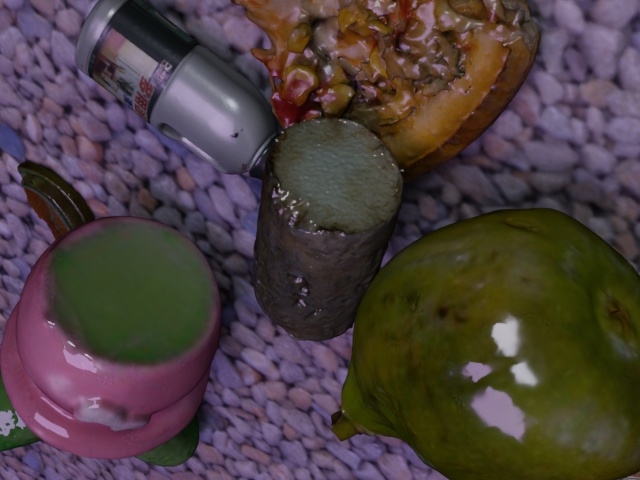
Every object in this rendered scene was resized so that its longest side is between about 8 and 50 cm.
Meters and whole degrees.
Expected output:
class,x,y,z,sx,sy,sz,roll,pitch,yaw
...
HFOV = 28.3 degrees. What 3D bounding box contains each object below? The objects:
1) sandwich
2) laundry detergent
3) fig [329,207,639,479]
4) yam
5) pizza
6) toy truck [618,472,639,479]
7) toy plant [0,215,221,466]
class,x,y,z,sx,sy,sz,roll,pitch,yaw
sandwich,-0.275,-0.026,1.341,0.067,0.029,0.135,-18,111,45
laundry detergent,-0.105,-0.119,1.096,0.226,0.070,0.099,38,133,5
fig,0.105,0.094,0.968,0.314,0.233,0.233,-10,118,25
yam,0.000,0.000,1.004,0.107,0.107,0.194,33,150,11
pizza,0.037,-0.161,0.946,0.251,0.074,0.287,-6,123,39
toy truck,0.261,0.164,1.042,0.169,0.077,0.100,8,132,35
toy plant,-0.246,0.124,1.291,0.317,0.210,0.356,5,156,-18
